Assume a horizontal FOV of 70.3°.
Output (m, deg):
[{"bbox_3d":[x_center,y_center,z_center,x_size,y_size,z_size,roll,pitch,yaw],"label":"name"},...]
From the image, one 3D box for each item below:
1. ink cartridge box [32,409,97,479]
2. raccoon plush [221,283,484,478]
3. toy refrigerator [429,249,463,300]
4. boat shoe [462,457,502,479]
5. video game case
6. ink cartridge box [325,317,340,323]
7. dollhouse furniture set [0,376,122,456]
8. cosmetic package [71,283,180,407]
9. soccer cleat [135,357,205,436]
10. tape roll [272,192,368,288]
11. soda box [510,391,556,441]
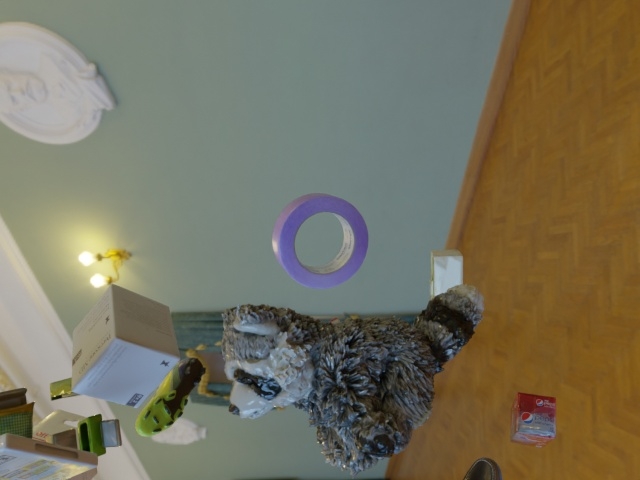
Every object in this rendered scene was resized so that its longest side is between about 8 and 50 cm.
[{"bbox_3d":[-0.740,0.616,1.178,0.353,0.207,0.119,-48,-37,-64],"label":"ink cartridge box"},{"bbox_3d":[0.043,0.141,0.752,0.446,0.299,0.216,-41,1,-41],"label":"raccoon plush"},{"bbox_3d":[0.386,0.170,1.409,0.102,0.094,0.270,-53,-40,-77],"label":"toy refrigerator"},{"bbox_3d":[0.239,0.433,0.727,0.066,0.066,0.183,50,-121,-37],"label":"boat shoe"},{"bbox_3d":[-0.506,0.364,0.694,0.206,0.227,0.026,69,178,-55],"label":"video game case"},{"bbox_3d":[-0.009,0.220,0.951,0.056,0.099,0.135,60,157,13],"label":"ink cartridge box"},{"bbox_3d":[-0.592,0.405,0.964,0.301,0.151,0.198,4,-110,-57],"label":"dollhouse furniture set"},{"bbox_3d":[-0.417,0.223,0.970,0.151,0.151,0.184,-49,38,8],"label":"cosmetic package"},{"bbox_3d":[-0.441,0.454,1.315,0.093,0.121,0.289,58,-153,-14],"label":"soccer cleat"},{"bbox_3d":[0.000,0.000,1.347,0.090,0.274,0.275,-149,58,-68],"label":"tape roll"},{"bbox_3d":[0.521,0.448,1.125,0.263,0.083,0.092,58,-140,-57],"label":"soda box"}]
